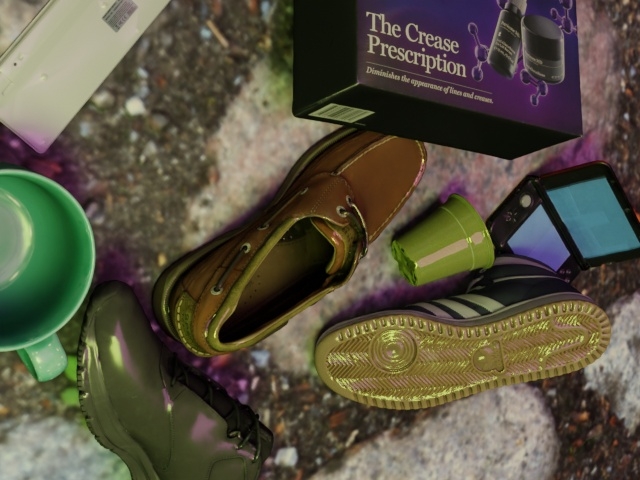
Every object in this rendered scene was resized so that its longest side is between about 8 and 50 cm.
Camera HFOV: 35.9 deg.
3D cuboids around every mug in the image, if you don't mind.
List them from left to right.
[{"bbox_3d":[-0.245,0.019,0.725,0.130,0.097,0.157,8,96,-35],"label":"mug"}]

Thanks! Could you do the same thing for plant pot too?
[{"bbox_3d":[0.116,0.007,0.978,0.079,0.083,0.083,-27,114,-13],"label":"plant pot"}]

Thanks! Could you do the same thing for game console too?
[{"bbox_3d":[0.269,0.000,1.065,0.124,0.085,0.144,-46,120,-17],"label":"game console"}]

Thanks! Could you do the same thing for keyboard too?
[{"bbox_3d":[-0.168,-0.188,0.786,0.256,0.014,0.072,-54,128,-12],"label":"keyboard"}]

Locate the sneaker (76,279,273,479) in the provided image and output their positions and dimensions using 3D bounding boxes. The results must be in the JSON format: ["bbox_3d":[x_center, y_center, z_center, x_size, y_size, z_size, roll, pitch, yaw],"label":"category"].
[{"bbox_3d":[-0.111,0.150,0.813,0.130,0.109,0.286,-14,119,5],"label":"sneaker"}]

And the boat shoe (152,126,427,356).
[{"bbox_3d":[0.000,0.000,0.877,0.307,0.104,0.110,-42,118,-20],"label":"boat shoe"}]

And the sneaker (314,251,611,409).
[{"bbox_3d":[0.132,0.085,0.999,0.282,0.153,0.099,-8,109,-1],"label":"sneaker"}]

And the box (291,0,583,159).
[{"bbox_3d":[0.108,-0.188,0.883,0.261,0.103,0.184,6,75,-34],"label":"box"}]
